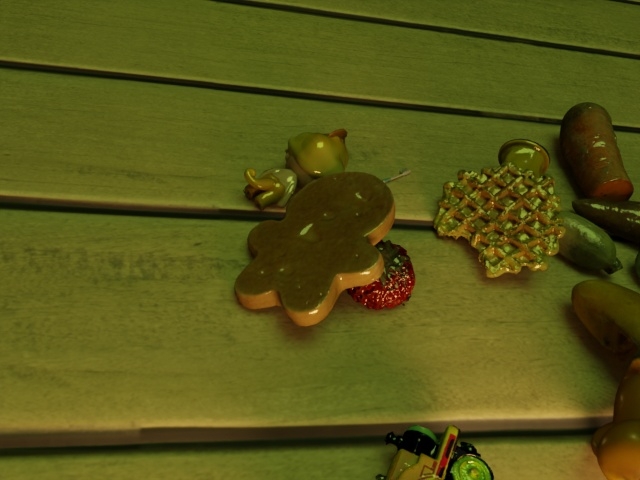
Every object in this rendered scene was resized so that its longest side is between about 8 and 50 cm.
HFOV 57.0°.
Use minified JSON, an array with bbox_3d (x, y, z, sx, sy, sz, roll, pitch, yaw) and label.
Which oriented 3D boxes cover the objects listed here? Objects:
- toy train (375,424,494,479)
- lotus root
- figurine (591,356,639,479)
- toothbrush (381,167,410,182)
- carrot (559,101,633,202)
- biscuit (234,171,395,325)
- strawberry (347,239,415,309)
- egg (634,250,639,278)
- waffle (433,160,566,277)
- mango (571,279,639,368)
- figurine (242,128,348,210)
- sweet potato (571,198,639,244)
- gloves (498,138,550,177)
[{"bbox_3d":[0.125,0.378,0.790,0.160,0.101,0.296,27,47,12],"label":"toy train"},{"bbox_3d":[0.561,0.007,1.257,0.183,0.090,0.077,40,23,18],"label":"lotus root"},{"bbox_3d":[0.521,0.297,0.913,0.215,0.215,0.228,19,58,2],"label":"figurine"},{"bbox_3d":[0.142,-0.135,1.325,0.167,0.011,0.014,-24,53,-32],"label":"toothbrush"},{"bbox_3d":[0.676,-0.219,1.467,0.138,0.139,0.302,11,46,-6],"label":"carrot"},{"bbox_3d":[0.001,0.002,1.078,0.275,0.052,0.355,11,50,27],"label":"biscuit"},{"bbox_3d":[0.111,0.058,1.090,0.145,0.086,0.145,7,46,-7],"label":"strawberry"},{"bbox_3d":[0.721,0.060,1.255,0.085,0.085,0.110,-4,57,-19],"label":"egg"},{"bbox_3d":[0.366,-0.047,1.225,0.291,0.051,0.291,-8,60,13],"label":"waffle"},{"bbox_3d":[0.581,0.166,1.081,0.167,0.130,0.262,9,26,-39],"label":"mango"},{"bbox_3d":[-0.040,-0.149,1.222,0.246,0.131,0.156,-36,68,-22],"label":"figurine"},{"bbox_3d":[0.743,-0.025,1.335,0.341,0.092,0.114,35,66,18],"label":"sweet potato"},{"bbox_3d":[0.423,-0.091,1.321,0.133,0.116,0.294,7,50,29],"label":"gloves"}]
